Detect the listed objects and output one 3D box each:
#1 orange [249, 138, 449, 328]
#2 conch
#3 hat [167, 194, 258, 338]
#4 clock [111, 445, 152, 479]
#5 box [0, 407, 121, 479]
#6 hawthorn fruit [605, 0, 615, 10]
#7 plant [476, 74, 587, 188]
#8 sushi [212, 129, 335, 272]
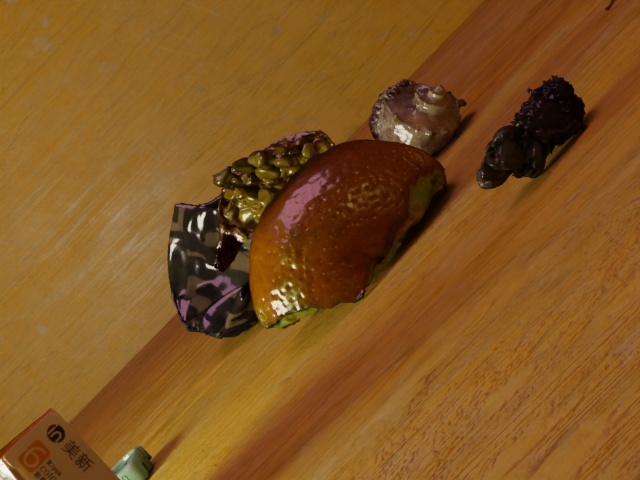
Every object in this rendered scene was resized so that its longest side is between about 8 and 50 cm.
[{"bbox_3d":[0.019,-0.012,1.856,0.334,0.196,0.262,-53,-7,-3],"label":"orange"},{"bbox_3d":[0.162,-0.187,2.252,0.178,0.163,0.245,-12,-35,-34],"label":"conch"},{"bbox_3d":[-0.088,0.022,2.444,0.382,0.257,0.366,-14,38,-14],"label":"hat"},{"bbox_3d":[-0.301,0.365,2.040,0.101,0.041,0.135,-45,5,11],"label":"clock"},{"bbox_3d":[-0.299,0.325,1.490,0.091,0.221,0.274,-46,7,-36],"label":"box"},{"bbox_3d":[0.421,-0.393,1.715,0.203,0.163,0.162,-61,2,15],"label":"hawthorn fruit"},{"bbox_3d":[0.237,-0.117,1.458,0.174,0.087,0.085,-44,-25,-29],"label":"plant"},{"bbox_3d":[-0.081,-0.075,2.238,0.296,0.166,0.179,-23,5,32],"label":"sushi"}]
